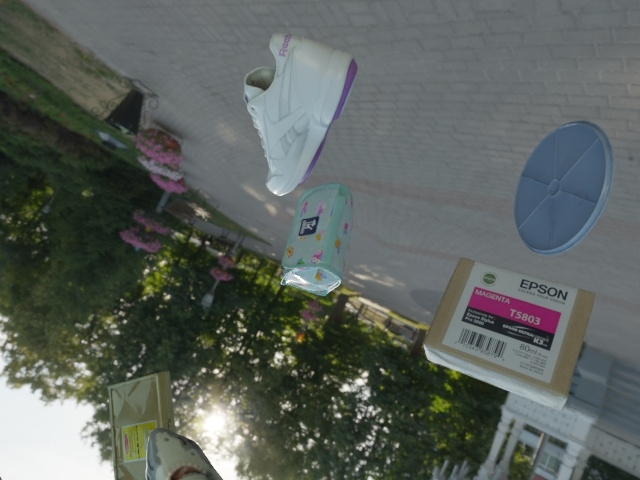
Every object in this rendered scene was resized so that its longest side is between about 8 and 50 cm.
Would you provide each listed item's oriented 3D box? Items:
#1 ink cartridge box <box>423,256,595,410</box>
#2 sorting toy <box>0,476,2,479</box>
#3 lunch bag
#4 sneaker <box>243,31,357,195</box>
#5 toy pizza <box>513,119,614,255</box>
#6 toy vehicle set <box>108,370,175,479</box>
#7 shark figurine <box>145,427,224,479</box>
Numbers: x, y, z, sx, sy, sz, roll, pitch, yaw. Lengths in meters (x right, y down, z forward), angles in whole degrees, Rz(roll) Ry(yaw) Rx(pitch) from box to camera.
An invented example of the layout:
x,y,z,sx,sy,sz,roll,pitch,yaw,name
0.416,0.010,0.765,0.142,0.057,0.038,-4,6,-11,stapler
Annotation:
x,y,z,sx,sy,sz,roll,pitch,yaw,name
0.326,0.154,0.828,0.234,0.193,0.088,16,154,29,ink cartridge box
-0.645,0.480,0.768,0.126,0.365,0.127,39,180,-10,sorting toy
0.000,0.000,1.171,0.160,0.223,0.262,16,161,-4,lunch bag
-0.055,-0.194,0.754,0.152,0.114,0.305,23,142,-7,sneaker
0.358,-0.075,0.700,0.032,0.201,0.201,12,175,-11,toy pizza
-0.385,0.435,1.030,0.166,0.267,0.035,-19,162,27,toy vehicle set
-0.111,0.298,0.333,0.166,0.278,0.116,30,153,-16,shark figurine
